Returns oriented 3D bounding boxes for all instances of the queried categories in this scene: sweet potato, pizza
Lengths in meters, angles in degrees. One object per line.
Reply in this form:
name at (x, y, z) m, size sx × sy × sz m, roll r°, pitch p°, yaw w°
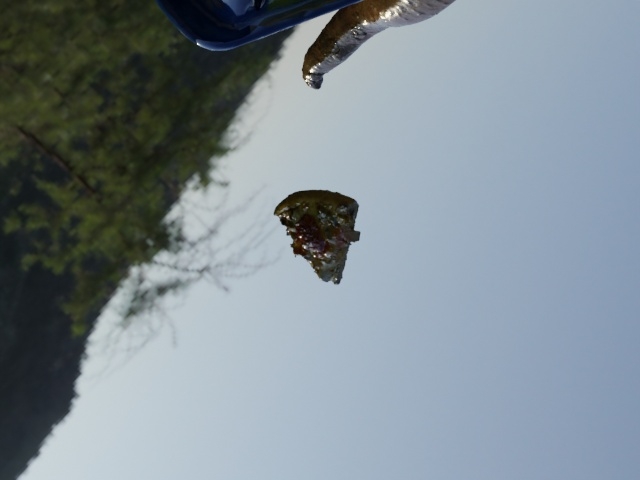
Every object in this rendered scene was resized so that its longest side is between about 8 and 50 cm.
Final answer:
sweet potato at (0.040, -0.163, 0.802) m, size 0.050 × 0.050 × 0.214 m, roll -52°, pitch -165°, yaw -28°
pizza at (-0.001, 0.000, 0.829) m, size 0.083 × 0.078 × 0.025 m, roll -7°, pitch -167°, yaw 44°

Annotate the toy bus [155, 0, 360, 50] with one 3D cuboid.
toy bus at (0.043, -0.220, 0.505) m, size 0.288 × 0.138 × 0.175 m, roll -25°, pitch 162°, yaw -23°
